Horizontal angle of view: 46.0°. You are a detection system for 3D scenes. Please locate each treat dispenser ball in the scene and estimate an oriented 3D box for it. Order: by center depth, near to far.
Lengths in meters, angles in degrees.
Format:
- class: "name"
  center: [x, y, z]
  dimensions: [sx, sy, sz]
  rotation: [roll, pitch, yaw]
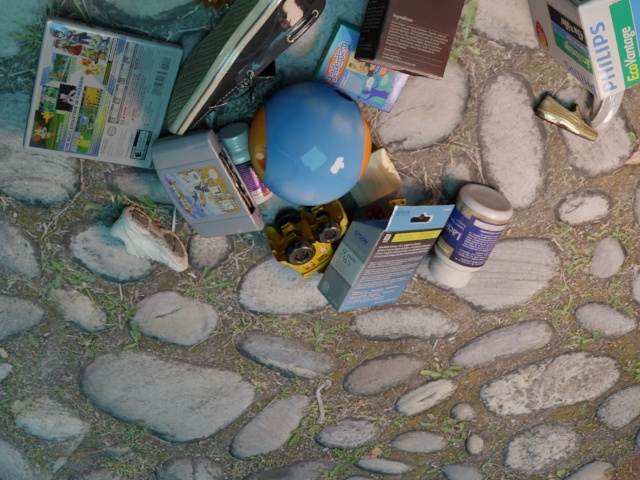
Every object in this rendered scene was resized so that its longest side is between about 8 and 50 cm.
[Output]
- class: "treat dispenser ball"
  center: [-0.025, -0.225, 1.757]
  dimensions: [0.288, 0.288, 0.288]
  rotation: [-4, 125, -6]

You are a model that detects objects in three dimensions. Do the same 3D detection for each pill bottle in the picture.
- class: "pill bottle"
  center: [-0.190, -0.191, 1.875]
  dimensions: [0.108, 0.108, 0.193]
  rotation: [-15, 126, 2]
- class: "pill bottle"
  center: [0.402, -0.009, 2.062]
  dimensions: [0.153, 0.153, 0.264]
  rotation: [12, 122, -16]

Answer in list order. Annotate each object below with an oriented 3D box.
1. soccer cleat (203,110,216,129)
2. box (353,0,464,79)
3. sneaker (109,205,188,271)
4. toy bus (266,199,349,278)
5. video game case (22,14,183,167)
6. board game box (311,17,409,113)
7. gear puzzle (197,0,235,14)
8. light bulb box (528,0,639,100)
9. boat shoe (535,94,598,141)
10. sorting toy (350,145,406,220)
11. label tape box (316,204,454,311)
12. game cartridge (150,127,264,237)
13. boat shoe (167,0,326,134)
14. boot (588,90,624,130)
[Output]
- class: "soccer cleat"
  center: [-0.269, -0.302, 1.835]
  dimensions: [0.036, 0.029, 0.083]
  rotation: [-9, 121, 3]
- class: "box"
  center: [0.194, -0.474, 1.660]
  dimensions: [0.167, 0.168, 0.203]
  rotation: [12, 102, -16]
- class: "sneaker"
  center: [-0.457, 0.012, 2.004]
  dimensions: [0.115, 0.090, 0.232]
  rotation: [-37, 113, 25]
- class: "toy bus"
  center: [0.000, 0.000, 2.027]
  dimensions: [0.220, 0.149, 0.211]
  rotation: [-34, 136, 12]
- class: "video game case"
  center: [-0.504, -0.330, 1.740]
  dimensions: [0.300, 0.036, 0.329]
  rotation: [7, 126, -27]
- class: "board game box"
  center: [0.105, -0.413, 1.798]
  dimensions: [0.210, 0.047, 0.160]
  rotation: [18, 121, -20]
- class: "gear puzzle"
  center: [-0.177, -0.555, 1.657]
  dimensions: [0.339, 0.044, 0.175]
  rotation: [25, 118, -24]
- class: "light bulb box"
  center: [0.671, -0.527, 1.609]
  dimensions: [0.361, 0.358, 0.225]
  rotation: [-24, 123, 7]
- class: "boat shoe"
  center: [0.647, -0.317, 1.939]
  dimensions: [0.190, 0.068, 0.072]
  rotation: [20, 104, -22]
- class: "sorting toy"
  center: [0.134, -0.166, 1.977]
  dimensions: [0.132, 0.046, 0.274]
  rotation: [-27, 124, 11]
- class: "label tape box"
  center: [0.173, 0.019, 2.013]
  dimensions: [0.249, 0.115, 0.347]
  rotation: [-5, 131, -45]
- class: "game cartridge"
  center: [-0.283, -0.130, 1.850]
  dimensions: [0.198, 0.062, 0.297]
  rotation: [-11, 127, 23]
- class: "boat shoe"
  center: [-0.177, -0.399, 1.668]
  dimensions: [0.156, 0.186, 0.500]
  rotation: [25, 127, -34]
- class: "boot"
  center: [0.690, -0.407, 1.868]
  dimensions: [0.123, 0.095, 0.258]
  rotation: [12, 113, -9]
